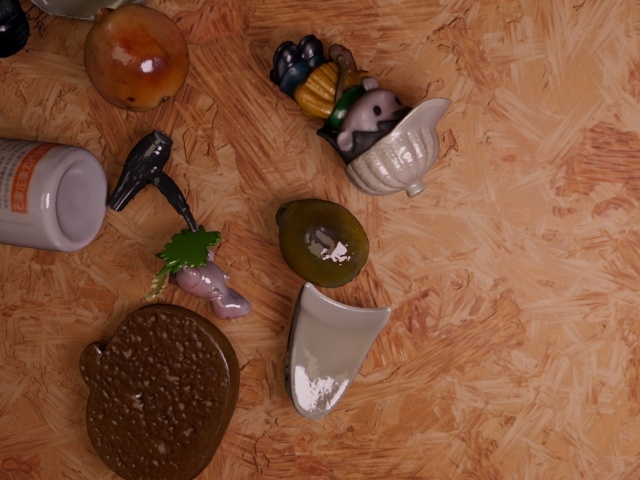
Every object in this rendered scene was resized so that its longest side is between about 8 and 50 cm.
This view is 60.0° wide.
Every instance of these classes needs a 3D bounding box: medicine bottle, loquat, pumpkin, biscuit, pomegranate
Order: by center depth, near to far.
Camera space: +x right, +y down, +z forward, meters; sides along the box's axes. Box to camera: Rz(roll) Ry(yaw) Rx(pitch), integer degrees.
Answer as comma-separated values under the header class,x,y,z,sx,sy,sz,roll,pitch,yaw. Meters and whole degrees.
class,x,y,z,sx,sy,sz,roll,pitch,yaw
pomegranate,-0.338,-0.336,1.020,0.191,0.191,0.191,1,98,10
loquat,0.000,0.000,1.021,0.195,0.152,0.152,42,103,-4
pumpkin,-0.648,-0.442,1.058,0.150,0.194,0.194,-27,93,-8
medicine bottle,-0.637,-0.100,1.089,0.371,0.211,0.211,8,99,9
biscuit,-0.347,0.318,1.166,0.350,0.070,0.394,31,101,7

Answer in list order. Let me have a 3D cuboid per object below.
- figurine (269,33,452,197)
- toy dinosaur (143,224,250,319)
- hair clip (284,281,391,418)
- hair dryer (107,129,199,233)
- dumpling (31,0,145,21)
class,x,y,z,sx,sy,sz,roll,pitch,yaw
figurine,0.061,-0.212,0.983,0.332,0.185,0.205,32,136,22
toy dinosaur,-0.236,0.068,1.102,0.194,0.152,0.177,2,127,3
hair clip,0.011,0.219,1.065,0.172,0.113,0.282,16,101,-4
hair dryer,-0.315,-0.082,1.086,0.219,0.075,0.195,48,112,16
dumpling,-0.410,-0.556,1.017,0.341,0.181,0.260,-42,129,-11
